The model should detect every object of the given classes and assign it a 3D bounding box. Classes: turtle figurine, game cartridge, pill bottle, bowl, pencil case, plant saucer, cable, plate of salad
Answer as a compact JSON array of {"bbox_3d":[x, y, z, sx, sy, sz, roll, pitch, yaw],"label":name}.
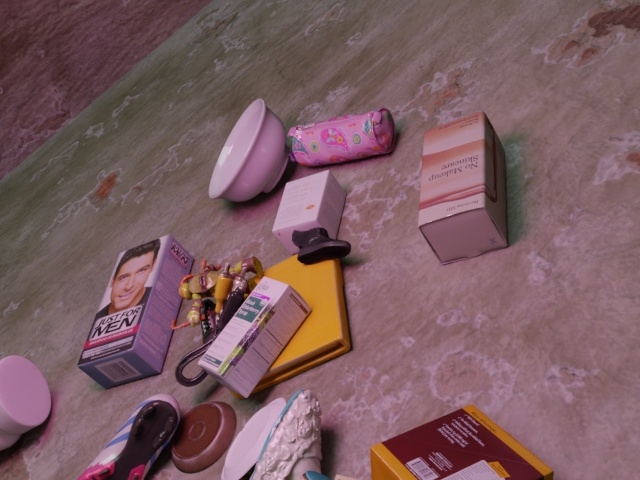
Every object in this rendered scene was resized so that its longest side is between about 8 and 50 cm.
[{"bbox_3d":[-0.247,0.095,1.940,0.217,0.087,0.269,-14,28,18],"label":"turtle figurine"},{"bbox_3d":[-0.074,0.167,1.834,0.285,0.052,0.323,-26,35,17],"label":"game cartridge"},{"bbox_3d":[-0.893,0.451,2.091,0.392,0.224,0.224,-27,38,17],"label":"pill bottle"},{"bbox_3d":[-0.173,-0.217,2.212,0.298,0.134,0.298,-51,23,31],"label":"bowl"},{"bbox_3d":[0.053,-0.263,2.117,0.284,0.124,0.124,-4,49,38],"label":"pencil case"},{"bbox_3d":[-0.254,0.407,1.745,0.168,0.029,0.168,-23,39,20],"label":"plant saucer"},{"bbox_3d":[-0.207,0.198,1.816,0.287,0.139,0.072,-62,12,0],"label":"cable"},{"bbox_3d":[-0.123,0.393,1.604,0.200,0.048,0.200,-49,11,12],"label":"plate of salad"}]

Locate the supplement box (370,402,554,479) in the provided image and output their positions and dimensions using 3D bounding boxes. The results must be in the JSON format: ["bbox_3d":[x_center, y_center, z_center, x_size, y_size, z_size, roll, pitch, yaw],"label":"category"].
[{"bbox_3d":[0.206,0.372,1.227,0.194,0.129,0.191,-16,28,-24],"label":"supplement box"}]

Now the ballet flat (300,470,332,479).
[{"bbox_3d":[0.043,0.455,1.334,0.248,0.086,0.086,17,64,48],"label":"ballet flat"}]

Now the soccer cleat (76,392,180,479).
[{"bbox_3d":[-0.411,0.467,1.771,0.331,0.116,0.143,-50,5,-1],"label":"soccer cleat"}]

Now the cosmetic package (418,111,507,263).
[{"bbox_3d":[0.299,-0.114,1.733,0.153,0.129,0.296,-18,42,25],"label":"cosmetic package"}]

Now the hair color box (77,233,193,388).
[{"bbox_3d":[-0.463,0.175,2.104,0.185,0.113,0.374,-19,40,26],"label":"hair color box"}]

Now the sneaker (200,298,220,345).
[{"bbox_3d":[-0.264,0.200,1.943,0.061,0.065,0.158,-29,36,11],"label":"sneaker"}]

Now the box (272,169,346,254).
[{"bbox_3d":[-0.025,-0.068,2.000,0.130,0.091,0.170,-14,43,30],"label":"box"}]

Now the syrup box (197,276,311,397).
[{"bbox_3d":[-0.135,0.198,1.726,0.093,0.096,0.237,15,62,49],"label":"syrup box"}]

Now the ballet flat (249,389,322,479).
[{"bbox_3d":[-0.077,0.469,1.467,0.147,0.147,0.409,9,60,46],"label":"ballet flat"}]

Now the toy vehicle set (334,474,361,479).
[{"bbox_3d":[0.046,0.525,1.349,0.166,0.035,0.267,-1,51,40],"label":"toy vehicle set"}]

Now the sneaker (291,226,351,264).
[{"bbox_3d":[0.002,0.002,1.863,0.170,0.051,0.089,-15,45,35],"label":"sneaker"}]
